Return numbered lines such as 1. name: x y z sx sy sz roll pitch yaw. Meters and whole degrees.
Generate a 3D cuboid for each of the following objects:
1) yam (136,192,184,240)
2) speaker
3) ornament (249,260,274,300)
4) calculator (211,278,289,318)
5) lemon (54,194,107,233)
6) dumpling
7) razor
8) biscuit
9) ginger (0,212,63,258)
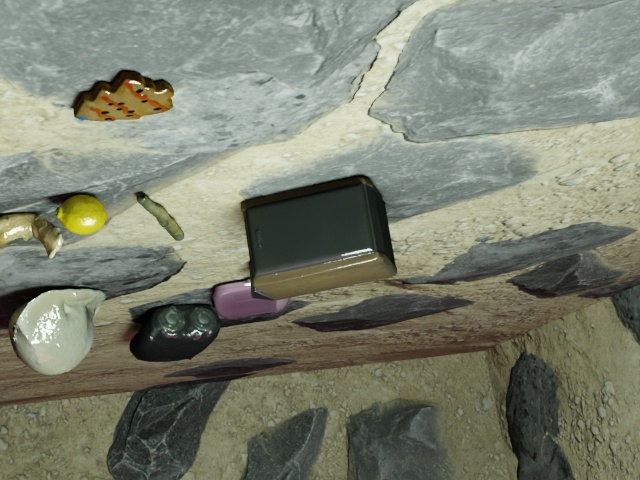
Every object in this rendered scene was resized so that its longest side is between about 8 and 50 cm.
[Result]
1. yam: -0.266 -0.037 1.618 0.027 0.029 0.234 0 166 7
2. speaker: 0.000 0.000 1.672 0.231 0.153 0.192 -12 164 11
3. ornament: -0.051 0.058 2.006 0.203 0.081 0.088 -22 162 33
4. calculator: -0.164 0.138 2.300 0.194 0.043 0.294 -7 164 -5
5. lemon: -0.369 -0.040 1.481 0.083 0.062 0.062 6 159 -34
6. dumpling: -0.553 0.185 2.067 0.227 0.175 0.243 -35 -172 -19
7. razor: -0.378 0.247 2.449 0.189 0.107 0.327 1 163 -22
8. biscuit: -0.241 -0.167 1.169 0.130 0.019 0.119 -13 164 15
9. ginger: -0.544 0.006 1.529 0.288 0.075 0.089 -5 141 4
